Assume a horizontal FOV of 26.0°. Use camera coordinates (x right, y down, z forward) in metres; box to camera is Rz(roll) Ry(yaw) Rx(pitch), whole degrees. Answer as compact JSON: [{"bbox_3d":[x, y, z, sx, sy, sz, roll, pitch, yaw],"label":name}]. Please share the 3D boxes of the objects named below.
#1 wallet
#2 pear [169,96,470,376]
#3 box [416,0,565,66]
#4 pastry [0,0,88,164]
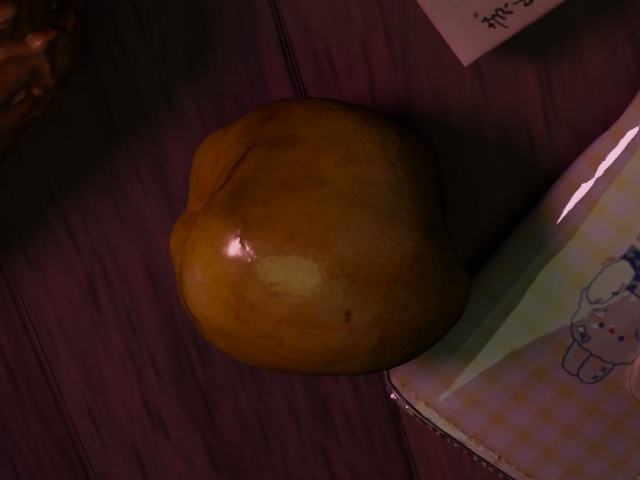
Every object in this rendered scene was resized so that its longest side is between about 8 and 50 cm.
[{"bbox_3d":[0.220,0.049,0.993,0.223,0.077,0.309,37,110,-11],"label":"wallet"},{"bbox_3d":[0.000,0.000,0.911,0.200,0.200,0.200,1,116,2],"label":"pear"},{"bbox_3d":[0.134,-0.222,0.869,0.201,0.058,0.141,-35,110,16],"label":"box"},{"bbox_3d":[-0.301,-0.112,0.859,0.311,0.161,0.255,-39,148,21],"label":"pastry"}]
